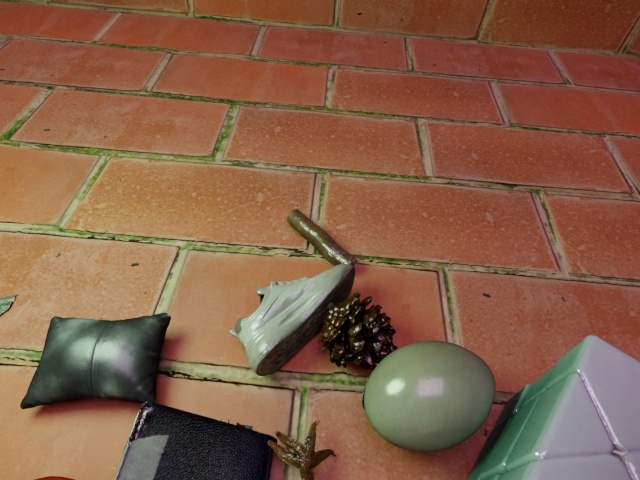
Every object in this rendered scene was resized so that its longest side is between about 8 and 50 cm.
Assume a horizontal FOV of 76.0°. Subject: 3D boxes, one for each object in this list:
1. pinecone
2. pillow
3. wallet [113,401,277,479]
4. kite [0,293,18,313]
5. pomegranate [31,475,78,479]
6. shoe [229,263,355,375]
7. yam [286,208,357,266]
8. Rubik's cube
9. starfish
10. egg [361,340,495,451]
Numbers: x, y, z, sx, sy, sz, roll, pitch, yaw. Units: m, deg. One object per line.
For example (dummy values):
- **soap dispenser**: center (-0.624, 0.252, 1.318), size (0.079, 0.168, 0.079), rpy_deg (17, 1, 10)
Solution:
- **pinecone**: center (0.079, 0.194, 0.851), size (0.174, 0.173, 0.173), rpy_deg (2, 50, -3)
- **pillow**: center (-0.434, 0.231, 0.804), size (0.250, 0.106, 0.185), rpy_deg (-1, 57, -3)
- **wallet**: center (-0.195, 0.396, 0.640), size (0.262, 0.071, 0.220), rpy_deg (32, 47, -28)
- **kite**: center (-0.790, 0.220, 0.847), size (0.268, 0.013, 0.322), rpy_deg (21, 53, 13)
- **pomegranate**: center (-0.403, 0.465, 0.551), size (0.221, 0.220, 0.256), rpy_deg (6, 58, 1)
- **shoe**: center (-0.068, 0.139, 0.903), size (0.159, 0.124, 0.316), rpy_deg (31, 55, 28)
- **yam**: center (0.000, 0.000, 1.065), size (0.057, 0.056, 0.241), rpy_deg (-33, 58, -27)
- **Rubik's cube**: center (0.417, 0.397, 0.596), size (0.319, 0.315, 0.322), rpy_deg (34, 55, 23)
- **starfish**: center (-0.022, 0.392, 0.719), size (0.133, 0.041, 0.130), rpy_deg (3, 70, -27)
- **egg**: center (0.201, 0.282, 0.755), size (0.253, 0.186, 0.186), rpy_deg (-11, 52, -8)
